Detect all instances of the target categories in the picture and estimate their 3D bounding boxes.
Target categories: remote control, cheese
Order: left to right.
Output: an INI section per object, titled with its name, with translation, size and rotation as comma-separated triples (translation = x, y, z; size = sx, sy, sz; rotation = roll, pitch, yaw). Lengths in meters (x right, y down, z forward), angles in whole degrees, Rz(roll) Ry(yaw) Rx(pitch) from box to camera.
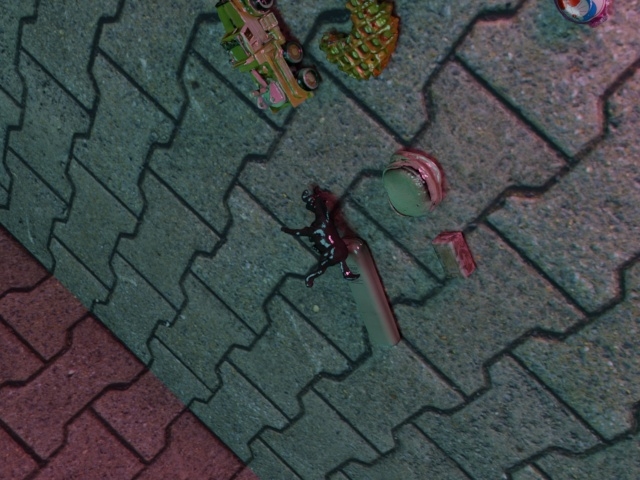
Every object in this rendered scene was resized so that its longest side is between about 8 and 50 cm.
[remote control]
translation = 0.114, 0.128, 2.116
size = 0.090, 0.038, 0.310
rotation = 3, 125, 43
[cheese]
translation = 0.387, -0.389, 1.351
size = 0.145, 0.038, 0.095
rotation = 50, 144, -6

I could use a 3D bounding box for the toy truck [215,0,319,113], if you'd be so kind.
[toy truck]
translation = -0.126, -0.381, 1.796
size = 0.128, 0.135, 0.260
rotation = -7, 115, 48

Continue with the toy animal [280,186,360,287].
[toy animal]
translation = 0.000, 0.000, 2.029
size = 0.148, 0.084, 0.233
rotation = -34, 78, 52

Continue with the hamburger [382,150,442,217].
[hamburger]
translation = 0.186, -0.112, 1.797
size = 0.133, 0.062, 0.140
rotation = 17, 137, 36

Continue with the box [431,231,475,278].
[box]
translation = 0.279, 0.032, 1.854
size = 0.062, 0.045, 0.098
rotation = 1, 123, 45

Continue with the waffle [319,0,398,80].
[waffle]
translation = 0.070, -0.387, 1.662
size = 0.149, 0.051, 0.194
rotation = 35, 143, 13
